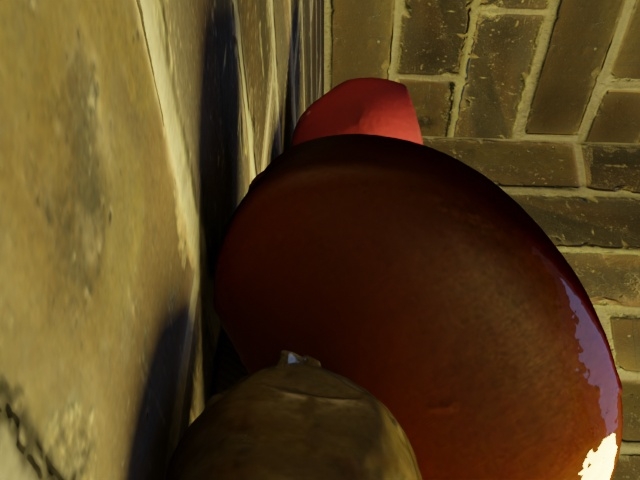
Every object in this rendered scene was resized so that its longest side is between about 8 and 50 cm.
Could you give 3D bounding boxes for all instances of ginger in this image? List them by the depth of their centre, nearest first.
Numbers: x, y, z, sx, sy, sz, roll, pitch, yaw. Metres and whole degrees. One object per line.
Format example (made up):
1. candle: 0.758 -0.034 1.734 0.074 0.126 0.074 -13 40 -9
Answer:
1. ginger: -0.014 0.240 0.566 0.244 0.155 0.304 -102 -168 -68

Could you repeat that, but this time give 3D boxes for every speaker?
1. speaker: 0.078 -0.114 1.483 0.294 0.294 0.294 2 90 -88

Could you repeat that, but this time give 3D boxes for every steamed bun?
1. steamed bun: 0.091 0.082 0.743 0.379 0.248 0.235 61 7 -11

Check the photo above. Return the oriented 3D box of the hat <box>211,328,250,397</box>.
1. hat: -0.044 0.161 0.799 0.193 0.082 0.193 3 90 -88
